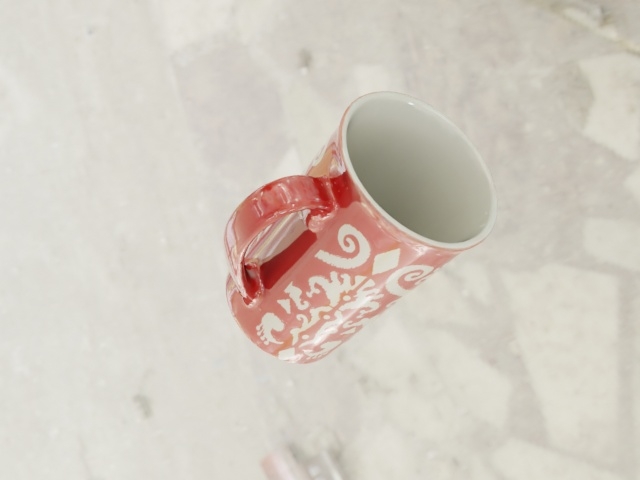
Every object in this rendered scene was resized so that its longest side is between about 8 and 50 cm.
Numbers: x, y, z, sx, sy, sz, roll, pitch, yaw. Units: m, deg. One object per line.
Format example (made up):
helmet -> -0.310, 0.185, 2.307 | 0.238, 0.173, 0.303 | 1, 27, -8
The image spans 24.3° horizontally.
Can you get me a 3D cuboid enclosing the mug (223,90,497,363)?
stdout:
mug -> 0.002, -0.007, 0.940 | 0.169, 0.150, 0.113 | -46, 30, 44
